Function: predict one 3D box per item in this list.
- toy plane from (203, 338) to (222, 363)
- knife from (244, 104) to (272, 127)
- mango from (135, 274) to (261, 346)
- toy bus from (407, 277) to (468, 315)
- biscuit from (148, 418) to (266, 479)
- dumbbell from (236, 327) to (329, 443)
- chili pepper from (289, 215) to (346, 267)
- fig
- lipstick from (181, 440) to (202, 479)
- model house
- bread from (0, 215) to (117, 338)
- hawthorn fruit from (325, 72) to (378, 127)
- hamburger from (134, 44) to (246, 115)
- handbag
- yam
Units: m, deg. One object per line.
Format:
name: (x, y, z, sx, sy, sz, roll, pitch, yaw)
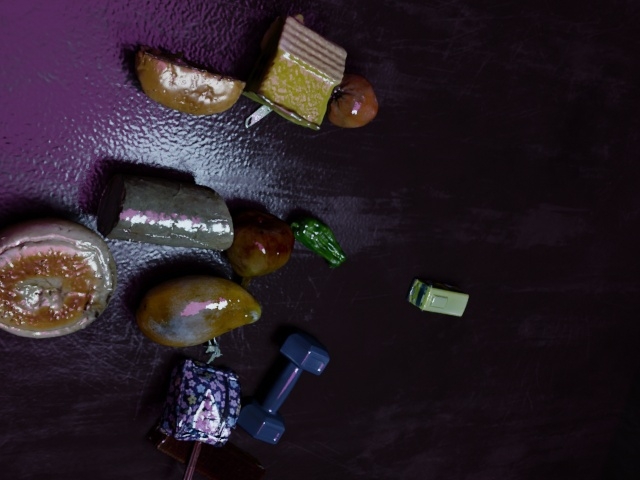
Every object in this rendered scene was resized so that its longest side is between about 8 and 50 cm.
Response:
toy plane: (-0.291, 0.302, 1.934, 0.083, 0.033, 0.080, 58, 33, -56)
knife: (-0.113, -0.354, 1.790, 0.207, 0.014, 0.030, -40, 123, -8)
mango: (-0.308, 0.179, 1.789, 0.316, 0.146, 0.193, -3, 124, -9)
toy bus: (0.371, 0.180, 2.224, 0.175, 0.101, 0.088, 12, 103, -31)
biscuit: (-0.319, 0.616, 2.031, 0.107, 0.073, 0.388, -49, 124, -5)
dumbbell: (-0.109, 0.417, 2.026, 0.144, 0.160, 0.325, 31, 93, -3)
chili pepper: (-0.005, 0.003, 1.955, 0.257, 0.074, 0.100, 38, 72, -40)
fig: (-0.198, 0.039, 1.838, 0.190, 0.191, 0.290, 21, 136, -34)
lipstick: (-0.350, 0.598, 1.949, 0.027, 0.027, 0.177, 12, 102, -32)
model house: (-0.053, -0.409, 1.693, 0.193, 0.175, 0.234, 24, 98, -24)
bread: (-0.617, 0.079, 1.589, 0.305, 0.159, 0.306, -10, 117, -20)
hawthorn fruit: (0.089, -0.368, 1.829, 0.189, 0.149, 0.149, -25, 123, -45)
hamburger: (-0.307, -0.357, 1.613, 0.262, 0.124, 0.131, 14, 103, -32)
handbag: (-0.315, 0.436, 1.904, 0.207, 0.126, 0.229, 28, 52, -35)
yam: (-0.362, -0.064, 1.677, 0.304, 0.168, 0.168, 6, 107, -31)
